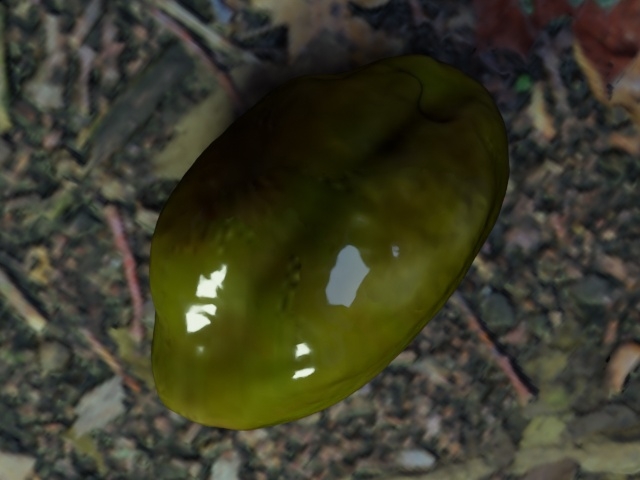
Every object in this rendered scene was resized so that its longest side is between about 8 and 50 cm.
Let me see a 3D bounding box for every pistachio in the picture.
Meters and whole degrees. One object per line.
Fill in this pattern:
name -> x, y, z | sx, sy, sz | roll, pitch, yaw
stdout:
pistachio -> 0.000, 0.003, 0.630 | 0.189, 0.110, 0.100 | -41, 140, 3
